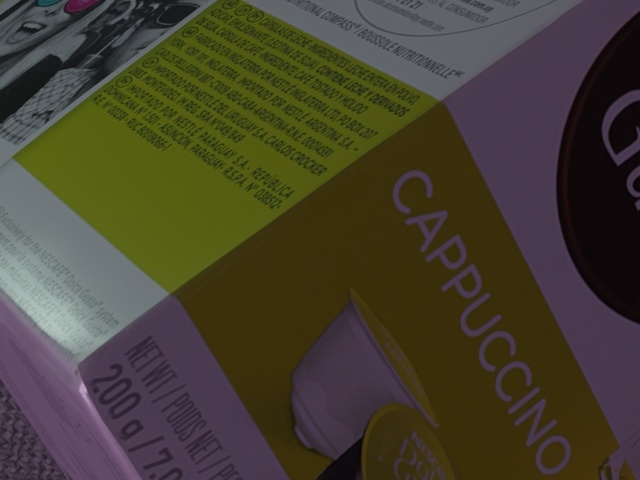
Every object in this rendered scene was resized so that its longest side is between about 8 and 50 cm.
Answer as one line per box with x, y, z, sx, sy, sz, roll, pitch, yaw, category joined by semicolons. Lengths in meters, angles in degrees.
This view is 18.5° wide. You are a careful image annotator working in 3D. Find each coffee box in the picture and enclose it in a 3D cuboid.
0.044;0.026;0.886;0.338;0.334;0.337;33;156;58;coffee box

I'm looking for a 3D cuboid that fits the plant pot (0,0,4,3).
-0.214;-0.173;1.682;0.275;0.275;0.293;-168;57;-74;plant pot
